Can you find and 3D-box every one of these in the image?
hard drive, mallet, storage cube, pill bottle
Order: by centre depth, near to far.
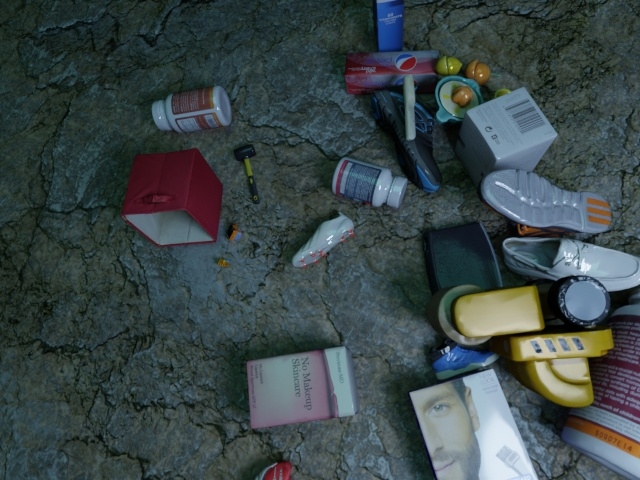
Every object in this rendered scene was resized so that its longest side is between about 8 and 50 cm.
[{"bbox_3d":[0.656,0.265,0.790,0.224,0.224,0.392,27,79,18],"label":"pill bottle"},{"bbox_3d":[0.351,0.081,0.998,0.172,0.054,0.254,-10,70,7],"label":"hard drive"},{"bbox_3d":[0.131,-0.149,1.088,0.180,0.108,0.108,19,76,16],"label":"pill bottle"},{"bbox_3d":[-0.393,-0.111,1.121,0.184,0.215,0.193,-5,64,9],"label":"storage cube"},{"bbox_3d":[-0.216,-0.193,1.208,0.062,0.039,0.189,-10,74,7],"label":"mallet"},{"bbox_3d":[-0.394,-0.398,1.261,0.216,0.121,0.121,-6,71,8],"label":"pill bottle"}]

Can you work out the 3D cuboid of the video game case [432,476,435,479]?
[{"bbox_3d":[0.328,0.505,0.878,0.143,0.019,0.157,25,77,17],"label":"video game case"}]

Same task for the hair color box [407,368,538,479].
[{"bbox_3d":[0.319,0.453,0.831,0.185,0.110,0.338,-18,67,4],"label":"hair color box"}]

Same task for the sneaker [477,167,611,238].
[{"bbox_3d":[0.469,-0.059,0.944,0.321,0.180,0.124,15,74,-13],"label":"sneaker"}]

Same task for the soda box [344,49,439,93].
[{"bbox_3d":[0.206,-0.488,1.197,0.263,0.092,0.083,3,73,11],"label":"soda box"}]

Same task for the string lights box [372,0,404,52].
[{"bbox_3d":[0.191,-0.655,1.167,0.077,0.259,0.133,-8,70,8],"label":"string lights box"}]

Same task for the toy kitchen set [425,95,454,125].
[{"bbox_3d":[0.344,-0.369,1.165,0.068,0.075,0.083,-24,29,-2],"label":"toy kitchen set"}]

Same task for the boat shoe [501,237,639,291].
[{"bbox_3d":[0.537,0.042,0.897,0.277,0.096,0.098,6,63,41],"label":"boat shoe"}]

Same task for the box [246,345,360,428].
[{"bbox_3d":[-0.038,0.336,0.944,0.232,0.127,0.148,-11,70,7],"label":"box"}]

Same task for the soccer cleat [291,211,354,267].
[{"bbox_3d":[0.000,0.000,1.088,0.196,0.068,0.076,-34,64,-10],"label":"soccer cleat"}]

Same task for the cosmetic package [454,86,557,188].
[{"bbox_3d":[0.448,-0.242,1.021,0.151,0.183,0.151,-23,69,1],"label":"cosmetic package"}]

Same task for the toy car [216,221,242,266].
[{"bbox_3d":[-0.254,0.013,1.152,0.041,0.060,0.122,21,94,-28],"label":"toy car"}]

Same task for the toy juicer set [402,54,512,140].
[{"bbox_3d":[0.338,-0.392,1.057,0.329,0.089,0.209,-16,78,-17],"label":"toy juicer set"}]

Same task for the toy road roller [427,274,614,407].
[{"bbox_3d":[0.399,0.202,0.824,0.330,0.202,0.240,-5,81,4],"label":"toy road roller"}]

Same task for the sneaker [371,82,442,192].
[{"bbox_3d":[0.259,-0.290,1.105,0.140,0.125,0.340,-21,71,-2],"label":"sneaker"}]

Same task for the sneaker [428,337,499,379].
[{"bbox_3d":[0.325,0.254,0.942,0.152,0.058,0.084,-22,77,9],"label":"sneaker"}]

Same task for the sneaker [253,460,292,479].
[{"bbox_3d":[-0.040,0.609,0.868,0.118,0.107,0.279,-29,71,-10],"label":"sneaker"}]
